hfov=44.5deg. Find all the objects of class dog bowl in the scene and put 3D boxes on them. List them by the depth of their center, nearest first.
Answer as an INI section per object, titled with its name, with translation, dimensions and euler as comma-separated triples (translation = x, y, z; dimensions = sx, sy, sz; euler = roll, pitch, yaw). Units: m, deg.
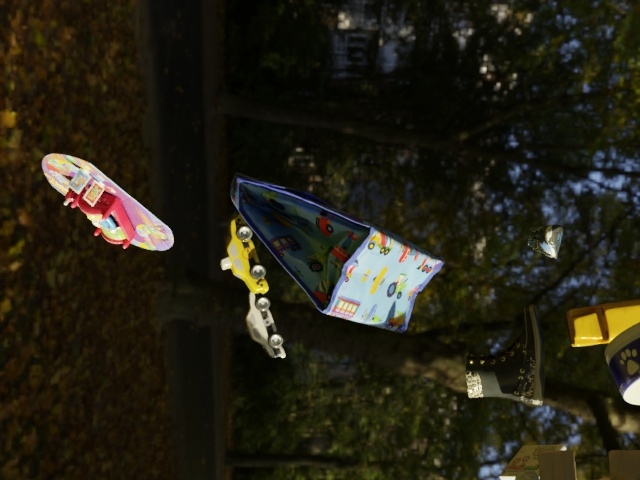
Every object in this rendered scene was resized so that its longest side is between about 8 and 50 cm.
[dog bowl]
translation = 0.735, 0.241, 1.616
dimensions = 0.265, 0.264, 0.104
euler = 97, -15, -56

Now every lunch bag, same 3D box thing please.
[lunch bag]
translation = 0.000, 0.000, 1.190
dimensions = 0.221, 0.293, 0.138
euler = 22, 100, -53

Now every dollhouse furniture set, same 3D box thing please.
[dollhouse furniture set]
translation = 0.645, 0.597, 1.546
dimensions = 0.362, 0.393, 0.257
euler = 60, 30, -51

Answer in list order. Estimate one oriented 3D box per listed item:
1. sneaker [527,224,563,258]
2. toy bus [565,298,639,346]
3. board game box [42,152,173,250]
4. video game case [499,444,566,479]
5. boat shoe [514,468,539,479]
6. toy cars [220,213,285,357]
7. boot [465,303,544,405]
[sneaker]
translation = 0.565, 0.002, 1.971
dimensions = 0.211, 0.081, 0.080
euler = 41, 66, -73
[toy bus]
translation = 0.848, 0.217, 2.122
dimensions = 0.130, 0.332, 0.108
euler = 104, -21, -81
[board game box]
translation = -0.246, -0.028, 0.871
dimensions = 0.133, 0.168, 0.033
euler = -9, -135, 52
[video game case]
translation = 0.611, 0.640, 2.255
dimensions = 0.157, 0.143, 0.019
euler = -23, -79, 53
[boat shoe]
translation = 0.508, 0.678, 1.903
dimensions = 0.081, 0.079, 0.228
euler = -63, 152, -87
[toy cars]
translation = -0.169, 0.125, 1.848
dimensions = 0.176, 0.087, 0.394
euler = -123, -162, -53
[boot]
translation = 0.422, 0.264, 1.798
dimensions = 0.085, 0.178, 0.237
euler = -36, 123, -67
